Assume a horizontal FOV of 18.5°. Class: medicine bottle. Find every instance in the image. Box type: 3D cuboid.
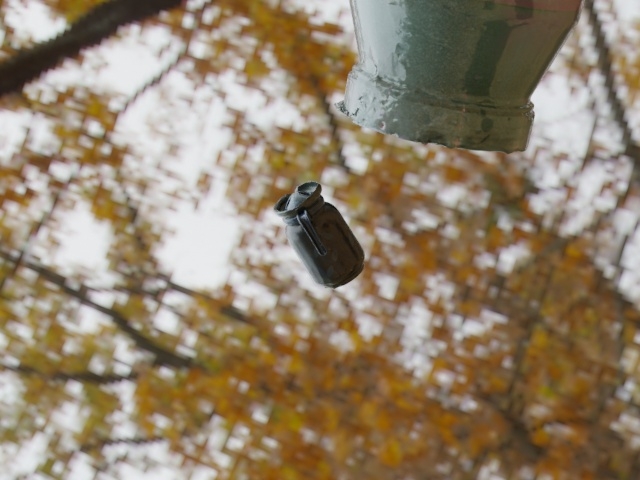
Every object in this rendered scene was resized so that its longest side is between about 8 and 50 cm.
[{"bbox_3d":[0.137,-0.247,1.938,0.245,0.245,0.290,-5,-67,-48],"label":"medicine bottle"}]

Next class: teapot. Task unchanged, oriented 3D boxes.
[{"bbox_3d":[-0.003,0.001,1.575,0.083,0.049,0.063,57,-145,-20],"label":"teapot"}]
